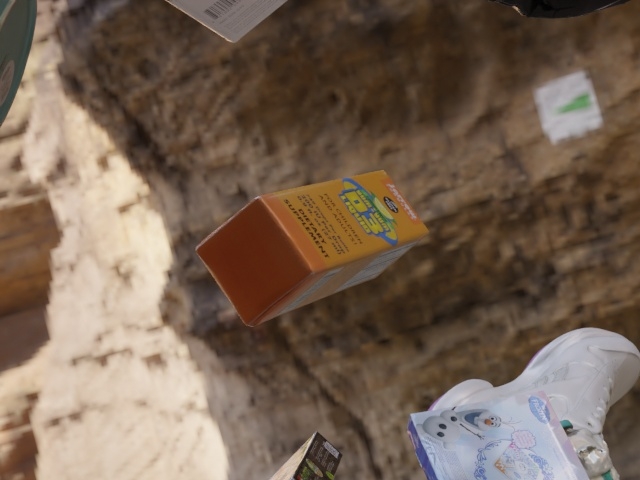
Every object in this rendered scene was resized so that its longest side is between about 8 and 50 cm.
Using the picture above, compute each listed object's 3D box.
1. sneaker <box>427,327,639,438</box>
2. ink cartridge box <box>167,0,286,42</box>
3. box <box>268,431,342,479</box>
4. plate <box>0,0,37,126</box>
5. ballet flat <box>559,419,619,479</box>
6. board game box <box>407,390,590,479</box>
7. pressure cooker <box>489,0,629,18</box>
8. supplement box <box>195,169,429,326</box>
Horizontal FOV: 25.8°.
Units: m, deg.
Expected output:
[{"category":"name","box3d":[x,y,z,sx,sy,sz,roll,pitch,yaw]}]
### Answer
[{"category":"sneaker","box3d":[0.239,0.185,1.389,0.305,0.114,0.152,-20,39,-39]},{"category":"ink cartridge box","box3d":[-0.104,-0.306,1.369,0.158,0.092,0.218,-36,-28,18]},{"category":"box","box3d":[-0.038,0.238,1.236,0.114,0.036,0.207,-46,-2,5]},{"category":"plate","box3d":[-0.249,-0.137,1.070,0.024,0.188,0.188,17,-3,-2]},{"category":"ballet flat","box3d":[0.097,0.289,1.122,0.147,0.147,0.409,-14,-23,-43]},{"category":"board game box","box3d":[0.108,0.135,0.837,0.090,0.090,0.020,-8,-45,-14]},{"category":"pressure cooker","box3d":[0.271,-0.522,1.665,0.375,0.420,0.370,9,-45,-7]},{"category":"supplement box","box3d":[0.000,0.000,1.129,0.080,0.078,0.233,-40,-10,24]}]
